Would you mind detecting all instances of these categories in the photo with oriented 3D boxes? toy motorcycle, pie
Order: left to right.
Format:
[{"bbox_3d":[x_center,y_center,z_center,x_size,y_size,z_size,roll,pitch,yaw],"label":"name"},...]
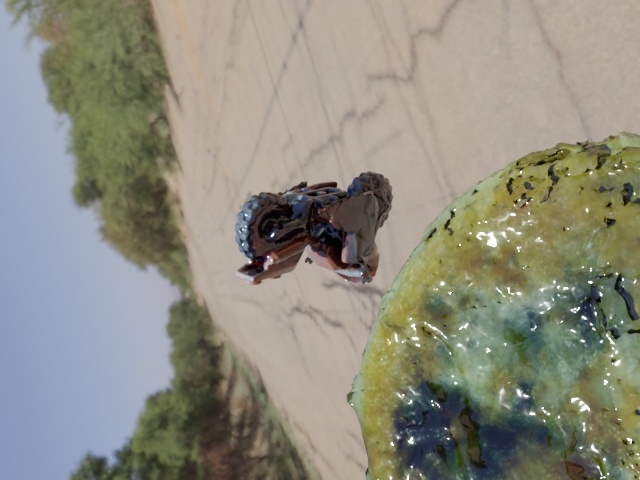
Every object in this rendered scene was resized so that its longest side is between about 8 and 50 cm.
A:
[{"bbox_3d":[0.000,0.000,0.865,0.084,0.212,0.118,20,113,40],"label":"toy motorcycle"},{"bbox_3d":[0.170,0.084,0.561,0.078,0.371,0.296,16,-143,-53],"label":"pie"}]
